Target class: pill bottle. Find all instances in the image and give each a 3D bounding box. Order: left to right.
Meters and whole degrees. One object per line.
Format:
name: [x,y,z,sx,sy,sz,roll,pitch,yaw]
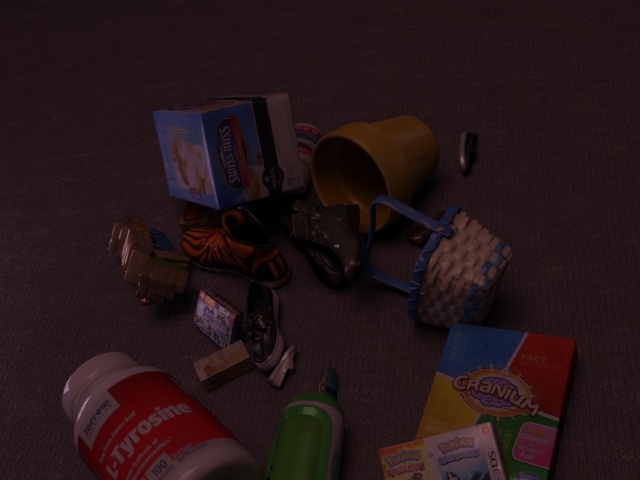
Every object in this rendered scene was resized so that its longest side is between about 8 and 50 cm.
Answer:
pill bottle: [-0.311,0.380,1.538,0.229,0.229,0.408,-40,46,-20]
pill bottle: [-0.055,-0.207,2.127,0.108,0.108,0.180,-3,46,17]

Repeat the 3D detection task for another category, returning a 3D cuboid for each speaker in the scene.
speaker: [-0.032,0.424,1.468,0.131,0.131,0.296,-4,45,16]

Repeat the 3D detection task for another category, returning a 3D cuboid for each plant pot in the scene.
plant pot: [0.145,-0.176,1.943,0.254,0.254,0.239,25,43,37]

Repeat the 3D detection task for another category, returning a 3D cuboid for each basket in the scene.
basket: [0.222,0.048,1.673,0.289,0.254,0.201,23,57,14]

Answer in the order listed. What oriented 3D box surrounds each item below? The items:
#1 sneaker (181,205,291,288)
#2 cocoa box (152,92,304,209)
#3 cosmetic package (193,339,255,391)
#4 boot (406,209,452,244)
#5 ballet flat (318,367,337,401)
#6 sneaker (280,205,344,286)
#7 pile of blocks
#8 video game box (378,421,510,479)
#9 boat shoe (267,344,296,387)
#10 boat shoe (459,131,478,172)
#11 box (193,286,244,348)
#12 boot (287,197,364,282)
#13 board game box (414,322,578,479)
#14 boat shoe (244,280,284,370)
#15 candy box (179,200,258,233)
sneaker: [-0.215,-0.011,1.933,0.321,0.180,0.124,15,53,31]
cocoa box: [-0.231,-0.222,2.003,0.228,0.231,0.347,-17,16,-26]
cosmetic package: [-0.204,0.264,1.752,0.115,0.041,0.060,-28,43,-8]
boot: [0.260,-0.017,1.871,0.114,0.037,0.106,-30,31,-16]
ballet flat: [0.013,0.306,1.640,0.041,0.041,0.114,-9,44,11]
sneaker: [0.000,0.000,1.904,0.106,0.101,0.267,-26,44,-10]
pile of blocks: [-0.413,0.064,2.003,0.149,0.112,0.362,8,24,-31]
video game box: [0.214,0.416,1.373,0.205,0.048,0.187,-19,63,16]
boat shoe: [-0.071,0.263,1.716,0.035,0.035,0.100,29,53,8]
boat shoe: [0.364,-0.220,2.032,0.040,0.049,0.142,-3,43,16]
box: [-0.225,0.172,1.818,0.027,0.094,0.137,-5,26,-44]
boot: [0.008,0.001,1.803,0.161,0.083,0.246,3,38,-5]
board game box: [0.318,0.305,1.504,0.242,0.064,0.316,5,49,24]
boat shoe: [-0.129,0.175,1.774,0.080,0.076,0.228,-29,37,24]
candy box: [-0.257,-0.074,2.107,0.187,0.053,0.109,-7,44,12]
